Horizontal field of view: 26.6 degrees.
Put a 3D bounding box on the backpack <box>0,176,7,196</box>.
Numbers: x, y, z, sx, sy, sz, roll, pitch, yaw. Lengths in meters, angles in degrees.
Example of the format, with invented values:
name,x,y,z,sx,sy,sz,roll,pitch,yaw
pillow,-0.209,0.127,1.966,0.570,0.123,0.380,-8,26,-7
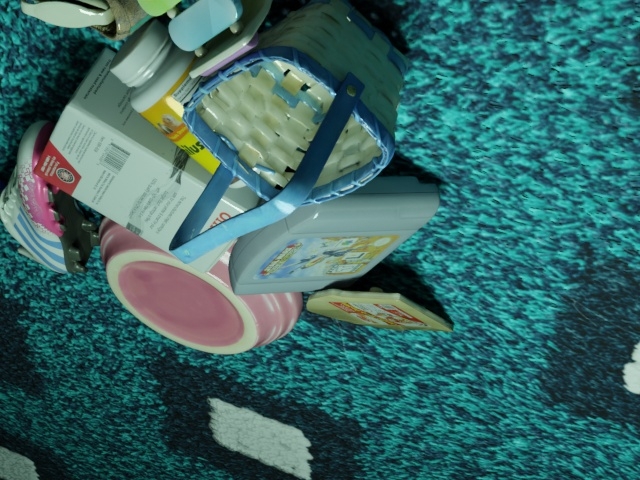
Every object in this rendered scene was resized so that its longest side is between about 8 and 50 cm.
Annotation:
name,x,y,z,sx,sy,sz,roll,pitch,yaw
backpack,-0.543,-0.076,2.070,0.120,0.098,0.101,42,122,-12

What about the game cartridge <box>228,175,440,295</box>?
name,x,y,z,sx,sy,sz,roll,pitch,yaw
game cartridge,0.000,0.000,1.734,0.198,0.062,0.297,-7,161,-28

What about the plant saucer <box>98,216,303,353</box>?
name,x,y,z,sx,sy,sz,roll,pitch,yaw
plant saucer,-0.192,0.066,2.032,0.332,0.084,0.332,19,148,12

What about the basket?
name,x,y,z,sx,sy,sz,roll,pitch,yaw
basket,-0.038,-0.113,1.469,0.201,0.289,0.255,44,147,-18

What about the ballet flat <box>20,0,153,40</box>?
name,x,y,z,sx,sy,sz,roll,pitch,yaw
ballet flat,-0.342,-0.314,1.571,0.316,0.106,0.107,20,147,11

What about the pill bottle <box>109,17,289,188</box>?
name,x,y,z,sx,sy,sz,roll,pitch,yaw
pill bottle,-0.146,-0.168,1.631,0.215,0.117,0.117,40,145,-21

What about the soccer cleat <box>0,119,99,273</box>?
name,x,y,z,sx,sy,sz,roll,pitch,yaw
soccer cleat,-0.420,-0.059,1.979,0.143,0.116,0.331,14,147,11

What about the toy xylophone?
name,x,y,z,sx,sy,sz,roll,pitch,yaw
toy xylophone,-0.155,-0.336,1.380,0.322,0.081,0.236,49,142,-4

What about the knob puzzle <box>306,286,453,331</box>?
name,x,y,z,sx,sy,sz,roll,pitch,yaw
knob puzzle,0.067,0.089,1.895,0.213,0.030,0.213,9,166,2

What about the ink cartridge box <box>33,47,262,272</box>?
name,x,y,z,sx,sy,sz,roll,pitch,yaw
ink cartridge box,-0.215,-0.099,1.782,0.273,0.114,0.197,32,147,-9
